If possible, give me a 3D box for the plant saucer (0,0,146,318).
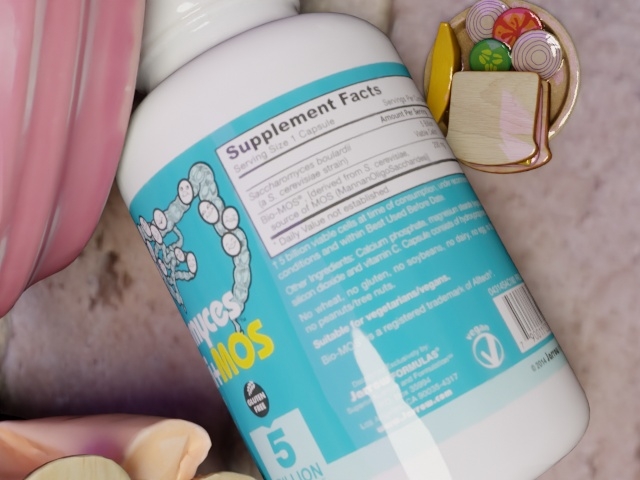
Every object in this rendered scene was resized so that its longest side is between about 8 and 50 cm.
[{"bbox_3d":[-0.159,-0.112,0.496,0.332,0.084,0.332,-12,76,62],"label":"plant saucer"}]

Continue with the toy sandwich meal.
[{"bbox_3d":[0.083,-0.074,0.489,0.085,0.029,0.086,3,97,25],"label":"toy sandwich meal"}]

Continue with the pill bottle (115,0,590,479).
[{"bbox_3d":[0.000,0.000,0.472,0.146,0.146,0.264,-31,81,24],"label":"pill bottle"}]

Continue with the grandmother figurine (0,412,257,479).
[{"bbox_3d":[-0.164,0.121,0.535,0.342,0.207,0.104,2,69,50],"label":"grandmother figurine"}]
